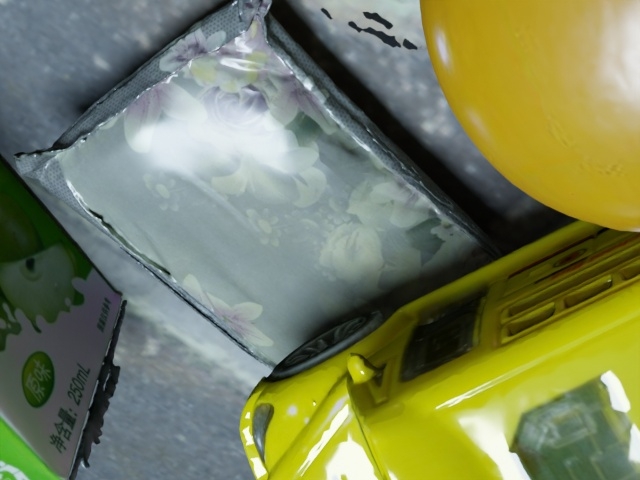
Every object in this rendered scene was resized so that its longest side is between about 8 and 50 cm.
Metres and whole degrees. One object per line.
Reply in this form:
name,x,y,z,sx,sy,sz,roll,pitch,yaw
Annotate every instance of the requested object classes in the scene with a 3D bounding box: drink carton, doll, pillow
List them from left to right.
drink carton,-0.219,0.008,0.783,0.108,0.161,0.271,-29,116,20
pillow,0.000,0.000,0.788,0.169,0.059,0.255,-35,111,28
doll,0.116,-0.123,0.568,0.213,0.213,0.236,-31,100,34

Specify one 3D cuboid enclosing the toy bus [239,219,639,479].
toy bus,0.124,0.065,0.677,0.330,0.152,0.144,-28,97,14
